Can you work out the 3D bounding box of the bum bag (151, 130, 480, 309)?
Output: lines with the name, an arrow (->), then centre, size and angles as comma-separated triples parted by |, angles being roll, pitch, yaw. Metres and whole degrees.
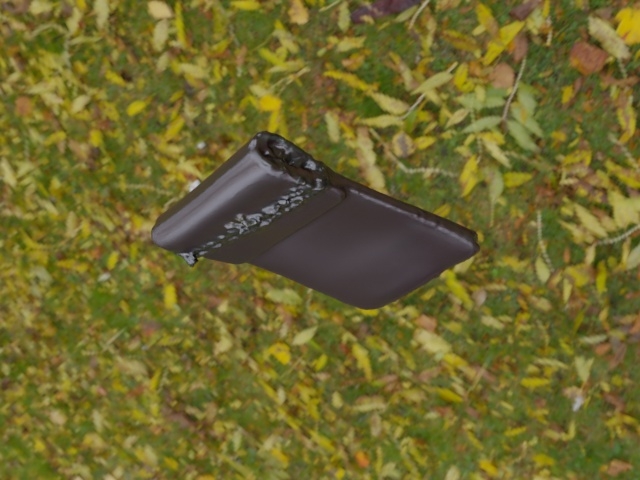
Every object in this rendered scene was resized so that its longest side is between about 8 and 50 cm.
bum bag -> 0.000, 0.000, 0.531 | 0.159, 0.026, 0.109 | 22, 143, -29
